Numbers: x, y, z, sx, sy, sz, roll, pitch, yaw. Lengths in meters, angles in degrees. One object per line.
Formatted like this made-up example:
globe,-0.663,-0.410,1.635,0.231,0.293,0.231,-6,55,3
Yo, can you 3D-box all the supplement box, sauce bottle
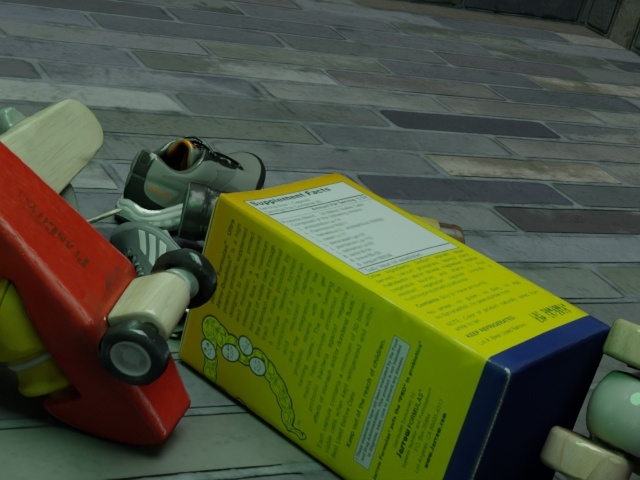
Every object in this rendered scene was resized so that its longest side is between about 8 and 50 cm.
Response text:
supplement box,0.063,0.101,1.236,0.356,0.195,0.194,32,27,32
sauce bottle,0.000,0.000,1.540,0.344,0.111,0.111,10,23,-8

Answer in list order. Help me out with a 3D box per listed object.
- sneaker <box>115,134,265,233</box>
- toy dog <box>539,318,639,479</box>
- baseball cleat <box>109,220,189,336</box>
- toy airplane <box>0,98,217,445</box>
sneaker,-0.152,-0.085,1.637,0.100,0.108,0.271,24,23,24
toy dog,0.361,0.188,1.197,0.334,0.220,0.161,-3,24,-44
baseball cleat,-0.186,0.039,1.378,0.206,0.072,0.109,23,37,39
toy airplane,-0.313,0.009,1.111,0.386,0.272,0.384,11,52,-46
